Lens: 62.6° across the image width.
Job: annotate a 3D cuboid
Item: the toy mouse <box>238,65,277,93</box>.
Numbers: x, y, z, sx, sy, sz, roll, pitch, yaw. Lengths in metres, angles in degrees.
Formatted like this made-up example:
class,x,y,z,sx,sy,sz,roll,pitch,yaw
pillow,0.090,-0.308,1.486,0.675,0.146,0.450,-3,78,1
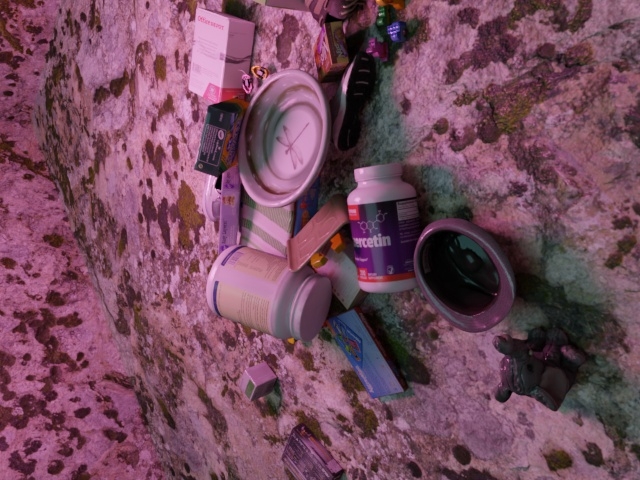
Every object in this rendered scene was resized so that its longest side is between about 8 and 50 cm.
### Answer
class,x,y,z,sx,sy,sz,roll,pitch,yaw
toy mouse,-0.211,-0.513,1.756,0.161,0.031,0.143,27,125,22

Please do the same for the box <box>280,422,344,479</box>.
class,x,y,z,sx,sy,sz,roll,pitch,yaw
box,-0.035,0.804,1.889,0.231,0.056,0.183,40,126,34

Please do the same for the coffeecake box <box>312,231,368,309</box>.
class,x,y,z,sx,sy,sz,roll,pitch,yaw
coffeecake box,0.075,0.090,1.589,0.185,0.068,0.142,49,133,26

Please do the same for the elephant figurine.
class,x,y,z,sx,sy,sz,roll,pitch,yaw
elephant figurine,0.441,0.286,1.125,0.186,0.239,0.169,54,132,23

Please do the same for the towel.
class,x,y,z,sx,sy,sz,roll,pitch,yaw
towel,-0.185,-0.039,1.727,0.248,0.038,0.324,32,122,36

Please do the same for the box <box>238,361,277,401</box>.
class,x,y,z,sx,sy,sz,roll,pitch,yaw
box,-0.238,0.537,2.005,0.087,0.102,0.101,46,130,31

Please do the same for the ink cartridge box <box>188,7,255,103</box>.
class,x,y,z,sx,sy,sz,roll,pitch,yaw
ink cartridge box,-0.343,-0.632,1.818,0.207,0.117,0.283,34,123,36

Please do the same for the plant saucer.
class,x,y,z,sx,sy,sz,roll,pitch,yaw
plant saucer,-0.089,-0.289,1.537,0.400,0.101,0.400,-5,82,46

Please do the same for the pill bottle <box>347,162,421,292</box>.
class,x,y,z,sx,sy,sz,roll,pitch,yaw
pill bottle,0.170,-0.034,1.377,0.181,0.181,0.322,-3,97,47

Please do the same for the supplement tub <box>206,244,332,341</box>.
class,x,y,z,sx,sy,sz,roll,pitch,yaw
supplement tub,-0.153,0.160,1.591,0.325,0.235,0.235,16,112,24

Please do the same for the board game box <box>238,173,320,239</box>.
class,x,y,z,sx,sy,sz,roll,pitch,yaw
board game box,-0.145,-0.134,1.754,0.302,0.086,0.308,23,116,42

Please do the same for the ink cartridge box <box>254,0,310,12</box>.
class,x,y,z,sx,sy,sz,roll,pitch,yaw
ink cartridge box,-0.178,-0.779,1.541,0.353,0.207,0.119,37,126,34

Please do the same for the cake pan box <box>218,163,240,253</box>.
class,x,y,z,sx,sy,sz,roll,pitch,yaw
cake pan box,-0.320,-0.114,1.855,0.245,0.070,0.266,-99,16,-57

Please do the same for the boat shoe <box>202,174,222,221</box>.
class,x,y,z,sx,sy,sz,roll,pitch,yaw
boat shoe,-0.387,-0.187,1.990,0.084,0.095,0.258,28,120,44

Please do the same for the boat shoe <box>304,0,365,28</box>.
class,x,y,z,sx,sy,sz,roll,pitch,yaw
boat shoe,0.068,-0.640,1.342,0.130,0.132,0.355,65,167,-9

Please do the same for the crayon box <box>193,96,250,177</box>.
class,x,y,z,sx,sy,sz,roll,pitch,yaw
crayon box,-0.297,-0.343,1.695,0.083,0.323,0.203,19,111,0

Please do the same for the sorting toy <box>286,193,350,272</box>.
class,x,y,z,sx,sy,sz,roll,pitch,yaw
sorting toy,0.000,0.000,1.491,0.229,0.041,0.307,-43,22,14

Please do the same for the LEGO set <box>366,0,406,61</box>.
class,x,y,z,sx,sy,sz,roll,pitch,yaw
LEGO set,0.158,-0.576,1.321,0.087,0.093,0.227,6,104,46

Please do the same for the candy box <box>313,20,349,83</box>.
class,x,y,z,sx,sy,sz,roll,pitch,yaw
candy box,0.026,-0.510,1.442,0.187,0.053,0.109,-169,68,-81

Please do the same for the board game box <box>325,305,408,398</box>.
class,x,y,z,sx,sy,sz,roll,pitch,yaw
board game box,0.135,0.337,1.573,0.145,0.027,0.281,-31,91,45

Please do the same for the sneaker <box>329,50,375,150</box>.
class,x,y,z,sx,sy,sz,roll,pitch,yaw
sneaker,0.069,-0.391,1.461,0.108,0.100,0.271,42,127,38

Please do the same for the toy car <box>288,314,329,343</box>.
class,x,y,z,sx,sy,sz,roll,pitch,yaw
toy car,-0.068,0.215,1.784,0.239,0.053,0.225,-36,73,44

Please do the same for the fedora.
class,x,y,z,sx,sy,sz,roll,pitch,yaw
fedora,0.355,0.069,1.248,0.275,0.124,0.243,48,130,24
